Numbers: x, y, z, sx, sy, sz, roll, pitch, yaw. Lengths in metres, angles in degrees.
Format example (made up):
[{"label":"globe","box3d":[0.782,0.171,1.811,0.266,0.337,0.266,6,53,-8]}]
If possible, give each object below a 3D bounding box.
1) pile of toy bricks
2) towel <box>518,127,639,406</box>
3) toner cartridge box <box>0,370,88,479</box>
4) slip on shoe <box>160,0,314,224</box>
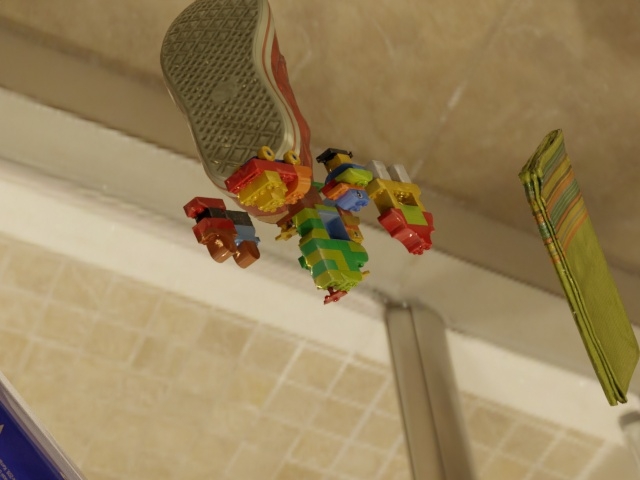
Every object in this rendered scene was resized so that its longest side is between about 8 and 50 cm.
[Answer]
[{"label":"pile of toy bricks","box3d":[0.000,0.000,0.984,0.118,0.105,0.212,-36,157,30]},{"label":"towel","box3d":[0.237,0.023,1.116,0.021,0.102,0.237,-13,110,33]},{"label":"toner cartridge box","box3d":[-0.206,0.157,0.653,0.165,0.348,0.075,-42,153,-7]},{"label":"slip on shoe","box3d":[-0.075,-0.138,1.207,0.123,0.331,0.101,-27,134,7]}]
